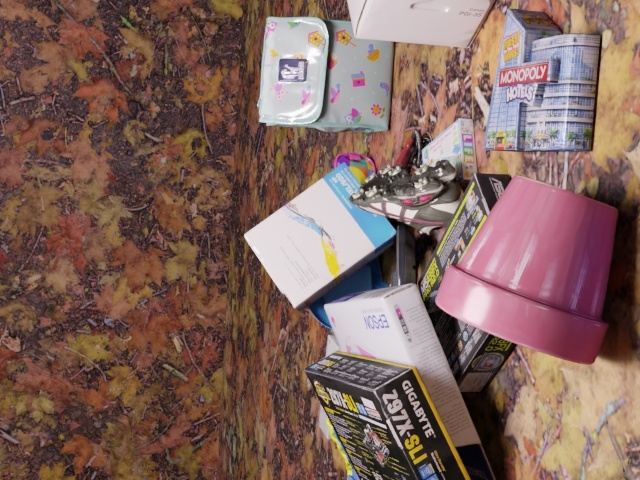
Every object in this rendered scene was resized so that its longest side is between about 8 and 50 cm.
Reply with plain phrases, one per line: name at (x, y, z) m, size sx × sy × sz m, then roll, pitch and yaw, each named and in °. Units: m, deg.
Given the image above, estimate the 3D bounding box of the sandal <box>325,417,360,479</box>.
sandal at (0.095, 0.405, 1.709) m, size 0.138 × 0.126 × 0.317 m, roll 138°, pitch 123°, yaw -63°

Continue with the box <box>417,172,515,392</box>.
box at (0.236, 0.068, 1.349) m, size 0.270 × 0.060 × 0.216 m, roll 110°, pitch 156°, yaw -46°

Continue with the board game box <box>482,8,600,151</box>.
board game box at (0.289, -0.215, 1.198) m, size 0.194 × 0.060 × 0.194 m, roll -163°, pitch 74°, yaw -73°

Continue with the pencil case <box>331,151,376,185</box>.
pencil case at (0.043, -0.104, 1.966) m, size 0.236 × 0.104 × 0.104 m, roll 127°, pitch 142°, yaw -61°

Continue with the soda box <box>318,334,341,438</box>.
soda box at (0.047, 0.315, 1.951) m, size 0.074 × 0.069 × 0.216 m, roll -137°, pitch 50°, yaw -68°

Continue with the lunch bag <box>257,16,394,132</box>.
lunch bag at (0.006, -0.332, 1.821) m, size 0.160 × 0.262 × 0.223 m, roll -160°, pitch 74°, yaw -73°

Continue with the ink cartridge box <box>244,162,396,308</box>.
ink cartridge box at (0.000, 0.000, 1.702) m, size 0.168 × 0.232 × 0.171 m, roll 54°, pitch 177°, yaw 7°

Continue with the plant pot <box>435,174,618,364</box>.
plant pot at (0.260, 0.027, 1.073) m, size 0.201 × 0.201 × 0.180 m, roll -143°, pitch 71°, yaw -70°

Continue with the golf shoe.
golf shoe at (0.143, -0.059, 1.507) m, size 0.120 × 0.105 × 0.273 m, roll 55°, pitch 160°, yaw -19°

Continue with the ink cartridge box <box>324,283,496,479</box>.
ink cartridge box at (0.131, 0.238, 1.460) m, size 0.330 × 0.071 × 0.324 m, roll 69°, pitch 163°, yaw 1°

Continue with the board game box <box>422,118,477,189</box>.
board game box at (0.213, -0.127, 1.505) m, size 0.154 × 0.026 × 0.103 m, roll 140°, pitch 129°, yaw -69°

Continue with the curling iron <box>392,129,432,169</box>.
curling iron at (0.144, -0.114, 1.700) m, size 0.274 × 0.035 × 0.068 m, roll 125°, pitch 142°, yaw -56°

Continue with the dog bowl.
dog bowl at (0.048, 0.041, 1.833) m, size 0.074 × 0.166 × 0.297 m, roll 115°, pitch 154°, yaw -78°

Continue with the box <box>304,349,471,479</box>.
box at (0.106, 0.305, 1.380) m, size 0.257 × 0.079 × 0.322 m, roll 65°, pitch 162°, yaw -5°

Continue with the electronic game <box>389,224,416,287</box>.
electronic game at (0.143, 0.086, 1.569) m, size 0.229 × 0.048 × 0.229 m, roll -1°, pitch -90°, yaw -85°

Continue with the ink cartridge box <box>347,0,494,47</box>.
ink cartridge box at (0.141, -0.458, 1.466) m, size 0.117 × 0.207 × 0.283 m, roll 114°, pitch 153°, yaw -55°
